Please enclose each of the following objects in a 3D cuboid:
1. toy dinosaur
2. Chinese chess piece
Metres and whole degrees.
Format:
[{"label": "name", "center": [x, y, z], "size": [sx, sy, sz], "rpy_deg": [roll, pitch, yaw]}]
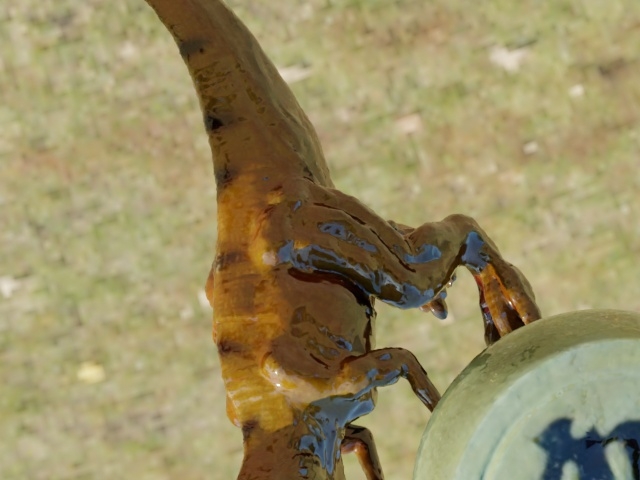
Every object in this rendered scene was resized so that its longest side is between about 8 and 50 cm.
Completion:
[{"label": "toy dinosaur", "center": [0.000, 0.000, 0.990], "size": [0.208, 0.432, 0.097], "rpy_deg": [4, 146, -37]}, {"label": "Chinese chess piece", "center": [0.106, 0.097, 0.737], "size": [0.144, 0.144, 0.058], "rpy_deg": [-15, -173, -6]}]
